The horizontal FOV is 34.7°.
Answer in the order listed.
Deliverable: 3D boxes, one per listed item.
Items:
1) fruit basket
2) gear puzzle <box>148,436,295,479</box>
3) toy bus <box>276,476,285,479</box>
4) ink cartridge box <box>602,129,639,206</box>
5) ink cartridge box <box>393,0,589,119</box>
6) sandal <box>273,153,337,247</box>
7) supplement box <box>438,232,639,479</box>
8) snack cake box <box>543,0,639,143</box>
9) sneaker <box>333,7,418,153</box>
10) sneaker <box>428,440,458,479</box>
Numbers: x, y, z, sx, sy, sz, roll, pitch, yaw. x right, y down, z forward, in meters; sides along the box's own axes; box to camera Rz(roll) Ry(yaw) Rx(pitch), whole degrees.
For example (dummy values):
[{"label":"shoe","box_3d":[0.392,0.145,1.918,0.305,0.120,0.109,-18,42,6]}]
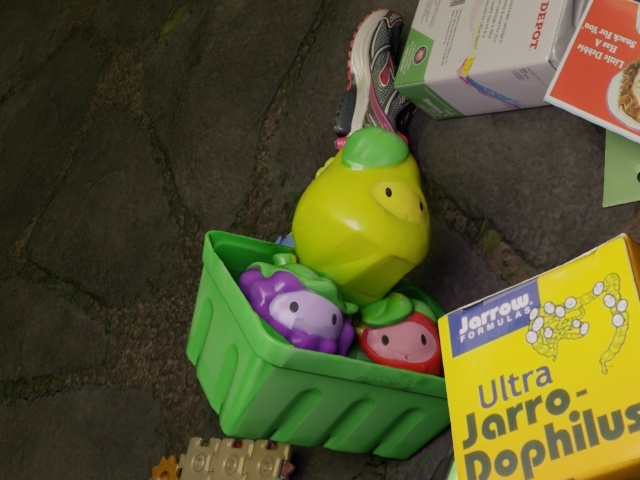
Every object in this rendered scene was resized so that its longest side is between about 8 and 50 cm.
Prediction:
[{"label":"fruit basket","box_3d":[0.046,0.059,1.275,0.392,0.392,0.283,-49,40,11]},{"label":"gear puzzle","box_3d":[-0.159,0.383,1.539,0.339,0.044,0.175,-9,60,46]},{"label":"toy bus","box_3d":[-0.046,0.409,1.310,0.191,0.104,0.202,7,69,30]},{"label":"ink cartridge box","box_3d":[0.423,-0.170,1.282,0.171,0.056,0.235,-13,54,40]},{"label":"ink cartridge box","box_3d":[0.265,-0.297,1.478,0.278,0.117,0.201,-1,65,46]},{"label":"sandal","box_3d":[0.000,0.000,1.532,0.317,0.126,0.138,-55,8,16]},{"label":"supplement box","box_3d":[0.296,0.180,0.942,0.194,0.357,0.195,-29,47,31]},{"label":"snack cake box","box_3d":[0.414,-0.180,1.199,0.264,0.089,0.152,35,110,38]},{"label":"sneaker","box_3d":[0.102,-0.238,1.633,0.112,0.121,0.299,2,62,15]},{"label":"sneaker","box_3d":[0.137,0.320,1.153,0.482,0.185,0.202,-56,28,-12]}]
